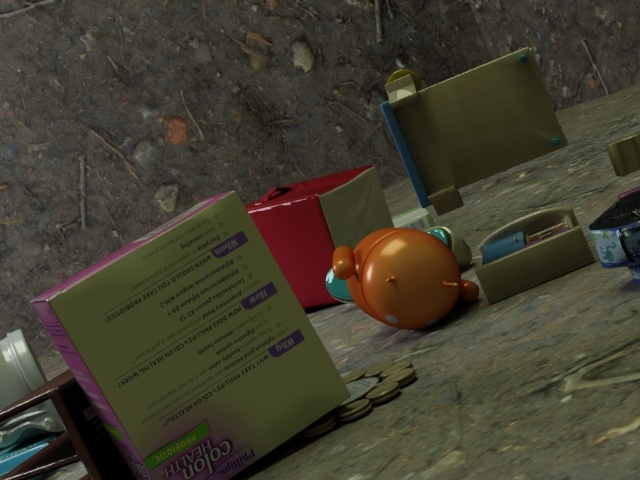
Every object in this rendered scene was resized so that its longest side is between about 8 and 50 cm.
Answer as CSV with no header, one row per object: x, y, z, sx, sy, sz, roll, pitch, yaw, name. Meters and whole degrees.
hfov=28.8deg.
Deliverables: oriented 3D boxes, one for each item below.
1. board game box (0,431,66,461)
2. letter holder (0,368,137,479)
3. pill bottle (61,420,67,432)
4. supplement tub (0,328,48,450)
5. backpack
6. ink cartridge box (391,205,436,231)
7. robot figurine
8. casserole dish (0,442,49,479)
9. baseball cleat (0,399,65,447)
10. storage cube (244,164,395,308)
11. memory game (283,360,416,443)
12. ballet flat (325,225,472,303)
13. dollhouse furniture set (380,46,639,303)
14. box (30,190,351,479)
-0.457,0.326,1.872,0.186,0.026,0.126,-24,5,6,board game box
-0.246,0.207,1.427,0.214,0.152,0.302,-23,5,31,letter holder
-0.272,0.226,1.701,0.152,0.086,0.086,-26,5,-23,pill bottle
-0.574,0.275,2.012,0.272,0.191,0.191,-26,5,-12,supplement tub
0.336,-0.005,1.262,0.105,0.084,0.114,-29,11,-38,backpack
0.137,-0.008,2.408,0.171,0.056,0.235,-23,2,4,ink cartridge box
0.102,0.047,1.573,0.128,0.158,0.219,-42,7,-6,robot figurine
-0.445,0.331,1.701,0.188,0.037,0.114,-24,5,11,casserole dish
-0.411,0.253,1.862,0.206,0.072,0.109,-17,1,26,baseball cleat
0.000,0.000,2.120,0.193,0.215,0.184,-12,11,38,storage cube
0.018,0.172,1.325,0.186,0.012,0.186,-24,5,2,memory game
0.122,0.043,1.895,0.248,0.086,0.086,-19,7,37,ballet flat
0.259,-0.119,1.560,0.286,0.303,0.198,-23,6,11,dollhouse furniture set
-0.129,0.108,1.247,0.213,0.243,0.117,-32,8,-20,box
